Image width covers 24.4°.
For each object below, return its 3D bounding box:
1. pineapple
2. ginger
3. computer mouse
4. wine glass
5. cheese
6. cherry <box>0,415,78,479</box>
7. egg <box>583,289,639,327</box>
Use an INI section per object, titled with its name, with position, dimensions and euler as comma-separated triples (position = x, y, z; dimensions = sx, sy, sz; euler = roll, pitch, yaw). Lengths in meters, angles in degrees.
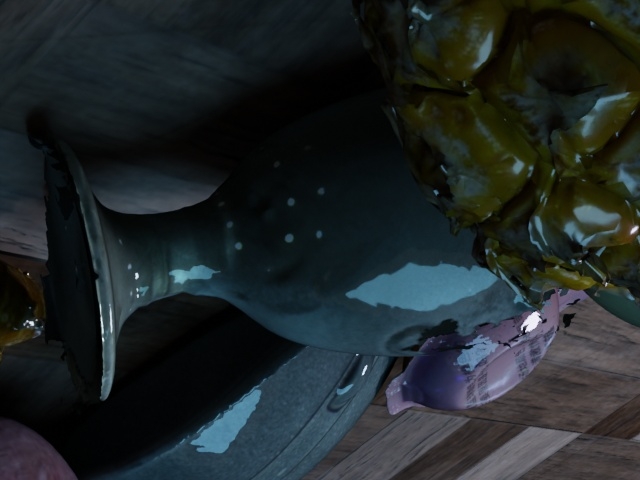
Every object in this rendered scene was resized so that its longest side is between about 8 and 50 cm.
[pineapple]
position = 0.177, -0.130, 0.741
dimensions = 0.300, 0.352, 0.352
euler = -26, 151, 16
[ginger]
position = -0.259, 0.043, 0.966
dimensions = 0.103, 0.073, 0.162
euler = -45, 140, 10
[computer mouse]
position = -0.076, 0.162, 1.240
dimensions = 0.374, 0.114, 0.203
euler = -33, 148, 14
[wine glass]
position = -0.003, -0.005, 0.959
dimensions = 0.357, 0.190, 0.190
euler = -6, 146, -20
[cheese]
position = 0.176, 0.066, 1.306
dimensions = 0.286, 0.074, 0.189
euler = -34, 154, -9
[cherry]
position = -0.272, 0.248, 1.117
dimensions = 0.285, 0.236, 0.213
euler = -13, 162, 39
[egg]
position = 0.268, -0.036, 1.066
dimensions = 0.218, 0.218, 0.295
euler = -23, 163, -1
